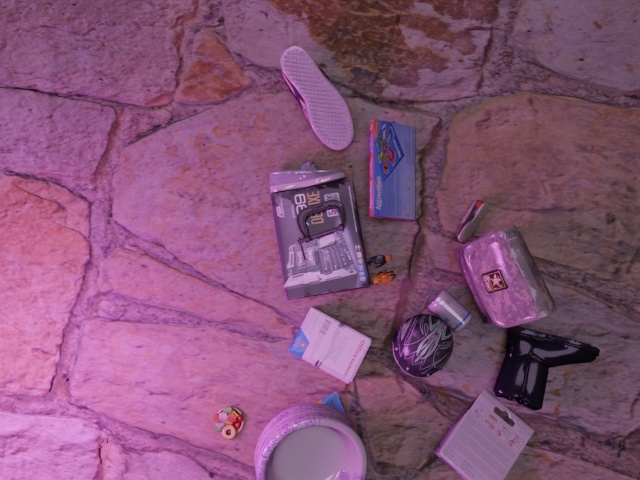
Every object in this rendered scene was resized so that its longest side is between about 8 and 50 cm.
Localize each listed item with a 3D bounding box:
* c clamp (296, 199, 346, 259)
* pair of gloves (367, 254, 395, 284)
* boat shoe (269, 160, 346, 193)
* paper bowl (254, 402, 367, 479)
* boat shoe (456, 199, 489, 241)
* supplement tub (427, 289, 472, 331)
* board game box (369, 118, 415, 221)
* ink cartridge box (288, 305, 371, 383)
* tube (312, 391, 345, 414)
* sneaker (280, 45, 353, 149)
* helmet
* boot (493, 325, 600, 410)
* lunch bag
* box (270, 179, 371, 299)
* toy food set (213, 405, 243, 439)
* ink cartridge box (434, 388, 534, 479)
[{"bbox_3d":[0.003,-0.037,1.501,0.160,0.022,0.137,-24,77,2],"label":"c clamp"},{"bbox_3d":[0.175,0.082,1.559,0.074,0.010,0.083,-12,81,1],"label":"pair of gloves"},{"bbox_3d":[-0.042,-0.191,1.569,0.227,0.079,0.081,-10,87,5],"label":"boat shoe"},{"bbox_3d":[-0.030,0.563,1.413,0.284,0.148,0.284,-2,99,-11],"label":"paper bowl"},{"bbox_3d":[0.428,-0.057,1.550,0.137,0.049,0.043,-55,41,-2],"label":"boat shoe"},{"bbox_3d":[0.360,0.196,1.505,0.107,0.071,0.071,42,86,8],"label":"supplement tub"},{"bbox_3d":[0.207,-0.200,1.555,0.145,0.027,0.281,5,82,-25],"label":"board game box"},{"bbox_3d":[0.028,0.288,1.503,0.190,0.082,0.140,28,85,5],"label":"ink cartridge box"},{"bbox_3d":[-0.037,0.494,1.501,0.207,0.052,0.080,-20,95,-5],"label":"tube"},{"bbox_3d":[-0.006,-0.419,1.585,0.126,0.127,0.321,-29,107,5],"label":"sneaker"},{"bbox_3d":[0.274,0.281,1.452,0.169,0.161,0.169,0,83,3],"label":"helmet"},{"bbox_3d":[0.606,0.357,1.459,0.246,0.094,0.207,13,80,11],"label":"boot"},{"bbox_3d":[0.476,0.092,1.405,0.168,0.287,0.235,-22,83,0],"label":"lunch bag"},{"bbox_3d":[0.000,0.000,1.544,0.242,0.076,0.308,-9,83,2],"label":"box"},{"bbox_3d":[-0.258,0.509,1.519,0.082,0.020,0.083,39,86,7],"label":"toy food set"},{"bbox_3d":[0.447,0.551,1.477,0.181,0.056,0.225,40,68,7],"label":"ink cartridge box"}]
